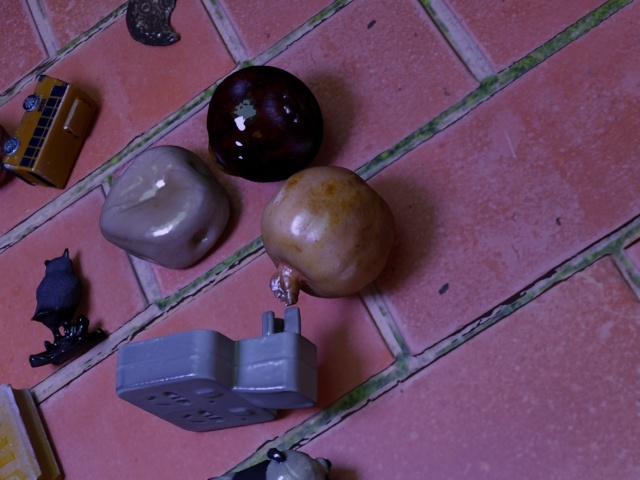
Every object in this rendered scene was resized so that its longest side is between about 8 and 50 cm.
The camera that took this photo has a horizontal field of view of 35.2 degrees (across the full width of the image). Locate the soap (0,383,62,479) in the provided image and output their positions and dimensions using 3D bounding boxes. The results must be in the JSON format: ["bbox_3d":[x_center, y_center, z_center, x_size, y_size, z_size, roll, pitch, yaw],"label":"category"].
[{"bbox_3d":[-0.517,0.370,1.671,0.140,0.073,0.232,-39,57,11],"label":"soap"}]

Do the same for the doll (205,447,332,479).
[{"bbox_3d":[-0.085,0.377,1.420,0.234,0.135,0.143,-22,61,13],"label":"doll"}]

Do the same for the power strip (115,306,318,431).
[{"bbox_3d":[-0.135,0.181,1.472,0.261,0.229,0.141,-13,62,22],"label":"power strip"}]

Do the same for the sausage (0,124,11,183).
[{"bbox_3d":[-0.723,-0.179,1.978,0.280,0.152,0.152,11,73,29],"label":"sausage"}]

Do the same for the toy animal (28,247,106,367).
[{"bbox_3d":[-0.468,0.106,1.743,0.121,0.117,0.210,-32,59,18],"label":"toy animal"}]

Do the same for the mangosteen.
[{"bbox_3d":[-0.097,-0.185,1.645,0.210,0.210,0.209,-11,64,22],"label":"mangosteen"}]

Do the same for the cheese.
[{"bbox_3d":[-0.267,-0.062,1.718,0.235,0.117,0.218,-6,63,20],"label":"cheese"}]

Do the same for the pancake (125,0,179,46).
[{"bbox_3d":[-0.304,-0.467,1.978,0.184,0.020,0.190,36,88,34],"label":"pancake"}]

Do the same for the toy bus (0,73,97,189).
[{"bbox_3d":[-0.510,-0.207,1.914,0.114,0.098,0.201,12,74,29],"label":"toy bus"}]

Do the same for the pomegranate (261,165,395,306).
[{"bbox_3d":[0.010,-0.013,1.508,0.207,0.207,0.207,-11,64,22],"label":"pomegranate"}]
